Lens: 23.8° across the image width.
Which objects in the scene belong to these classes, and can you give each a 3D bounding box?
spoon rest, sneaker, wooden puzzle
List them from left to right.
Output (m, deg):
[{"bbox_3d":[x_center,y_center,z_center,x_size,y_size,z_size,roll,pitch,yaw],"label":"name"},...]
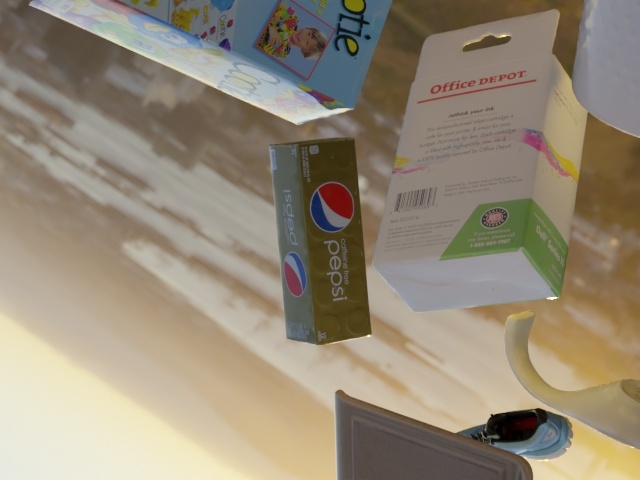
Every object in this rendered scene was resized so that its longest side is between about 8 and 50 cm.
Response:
[{"bbox_3d":[0.110,0.271,1.488,0.239,0.044,0.221,19,123,36],"label":"wooden puzzle"},{"bbox_3d":[0.187,0.210,1.642,0.162,0.063,0.073,-21,141,24],"label":"sneaker"},{"bbox_3d":[0.338,0.190,1.879,0.137,0.084,0.276,-7,-146,-47],"label":"spoon rest"}]

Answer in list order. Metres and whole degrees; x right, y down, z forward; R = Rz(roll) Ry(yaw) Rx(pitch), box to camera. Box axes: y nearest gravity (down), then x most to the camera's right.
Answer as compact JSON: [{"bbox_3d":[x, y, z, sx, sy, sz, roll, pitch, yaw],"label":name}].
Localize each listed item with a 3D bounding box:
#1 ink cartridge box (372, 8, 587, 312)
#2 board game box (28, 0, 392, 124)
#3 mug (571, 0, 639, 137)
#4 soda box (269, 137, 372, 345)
[{"bbox_3d":[0.205,-0.099,1.859,0.207,0.353,0.119,-7,145,33],"label":"ink cartridge box"},{"bbox_3d":[-0.092,-0.224,1.338,0.275,0.144,0.142,23,170,-19],"label":"board game box"},{"bbox_3d":[0.487,-0.291,1.687,0.374,0.276,0.328,16,122,18],"label":"mug"},{"bbox_3d":[0.000,0.000,1.366,0.061,0.181,0.058,-8,-173,-29],"label":"soda box"}]
